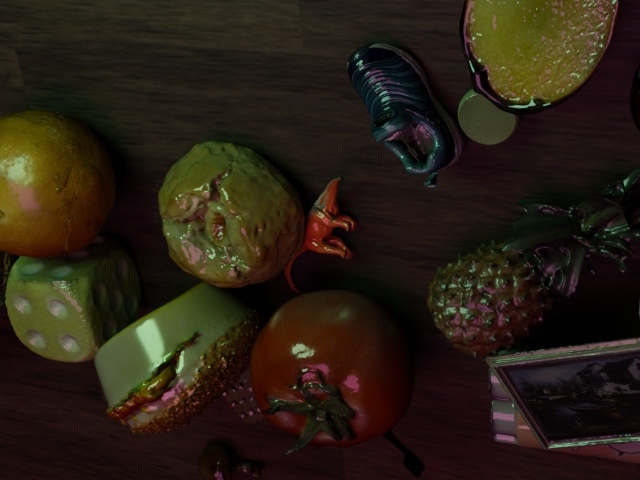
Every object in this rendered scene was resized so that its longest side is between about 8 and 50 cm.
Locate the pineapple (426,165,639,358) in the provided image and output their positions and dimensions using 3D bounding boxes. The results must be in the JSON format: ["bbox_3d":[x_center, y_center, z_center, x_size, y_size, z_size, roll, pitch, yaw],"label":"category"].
[{"bbox_3d":[0.312,0.017,1.418,0.165,0.165,0.364,46,120,-8],"label":"pineapple"}]

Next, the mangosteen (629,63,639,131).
[{"bbox_3d":[0.456,-0.169,1.216,0.183,0.172,0.173,9,129,-12],"label":"mangosteen"}]

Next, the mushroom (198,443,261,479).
[{"bbox_3d":[-0.175,0.425,1.952,0.129,0.073,0.088,2,92,21],"label":"mushroom"}]

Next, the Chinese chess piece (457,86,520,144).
[{"bbox_3d":[0.225,-0.169,1.394,0.084,0.034,0.084,11,124,16],"label":"Chinese chess piece"}]

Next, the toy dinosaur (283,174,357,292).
[{"bbox_3d":[0.003,-0.003,1.598,0.101,0.055,0.280,30,131,17],"label":"toy dinosaur"}]

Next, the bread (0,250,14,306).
[{"bbox_3d":[-0.710,0.017,1.816,0.315,0.279,0.248,10,133,5],"label":"bread"}]

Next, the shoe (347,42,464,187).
[{"bbox_3d":[0.108,-0.170,1.403,0.091,0.106,0.207,-32,99,35],"label":"shoe"}]

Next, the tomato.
[{"bbox_3d":[0.017,0.197,1.606,0.255,0.225,0.256,6,131,7],"label":"tomato"}]

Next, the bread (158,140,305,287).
[{"bbox_3d":[-0.149,-0.028,1.588,0.244,0.134,0.245,13,120,23],"label":"bread"}]

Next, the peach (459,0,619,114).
[{"bbox_3d":[0.277,-0.282,1.273,0.189,0.068,0.279,40,131,6],"label":"peach"}]

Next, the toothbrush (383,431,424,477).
[{"bbox_3d":[0.082,0.302,1.778,0.276,0.025,0.019,47,129,-10],"label":"toothbrush"}]

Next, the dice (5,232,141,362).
[{"bbox_3d":[-0.418,0.094,1.782,0.166,0.169,0.169,5,123,22],"label":"dice"}]

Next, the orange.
[{"bbox_3d":[-0.441,-0.090,1.642,0.239,0.240,0.240,12,125,18],"label":"orange"}]

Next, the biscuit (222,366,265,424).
[{"bbox_3d":[-0.102,0.251,1.836,0.203,0.016,0.144,-26,107,36],"label":"biscuit"}]

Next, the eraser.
[{"bbox_3d":[0.400,0.243,1.549,0.290,0.087,0.171,5,122,22],"label":"eraser"}]

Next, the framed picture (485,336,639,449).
[{"bbox_3d":[0.401,0.215,1.426,0.296,0.019,0.232,-13,131,30],"label":"framed picture"}]

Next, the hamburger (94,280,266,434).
[{"bbox_3d":[-0.222,0.194,1.684,0.179,0.294,0.276,54,140,5],"label":"hamburger"}]
